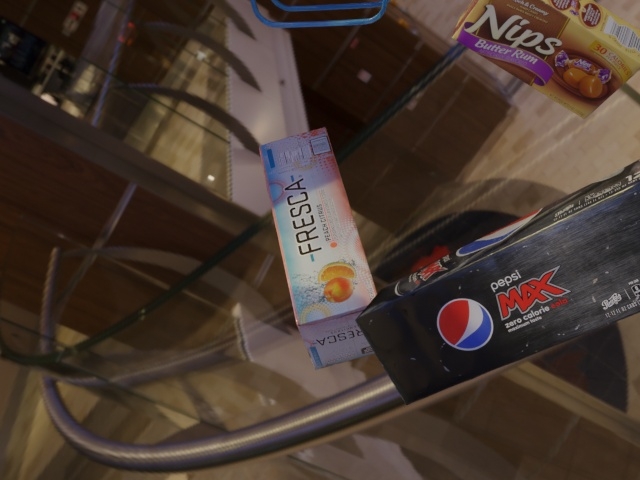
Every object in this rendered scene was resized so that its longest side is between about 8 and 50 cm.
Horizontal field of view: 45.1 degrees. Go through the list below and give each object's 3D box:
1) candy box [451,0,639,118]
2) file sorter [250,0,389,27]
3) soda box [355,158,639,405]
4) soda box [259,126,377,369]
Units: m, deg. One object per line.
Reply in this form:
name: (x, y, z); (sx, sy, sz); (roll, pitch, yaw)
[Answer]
candy box: (0.256, -0.228, 0.863); (0.053, 0.187, 0.109); (-63, 6, -30)
file sorter: (0.014, -0.255, 0.634); (0.118, 0.104, 0.170); (2, 36, 17)
soda box: (0.105, 0.022, 0.396); (0.169, 0.060, 0.053); (-29, 4, 26)
soda box: (0.000, 0.000, 0.575); (0.058, 0.063, 0.183); (-16, 48, 2)
